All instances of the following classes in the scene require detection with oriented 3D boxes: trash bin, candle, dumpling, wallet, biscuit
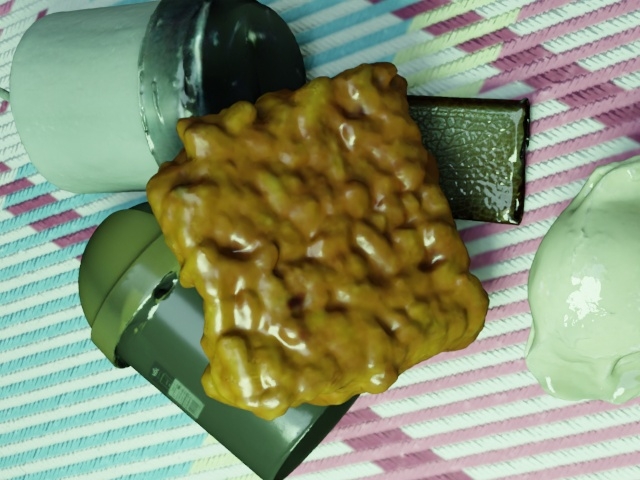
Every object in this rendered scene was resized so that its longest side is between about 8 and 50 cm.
[{"bbox_3d":[-0.115,0.089,1.273,0.333,0.214,0.214,39,107,13],"label":"trash bin"},{"bbox_3d":[-0.205,-0.159,1.300,0.342,0.221,0.221,0,93,28],"label":"candle"},{"bbox_3d":[0.299,0.043,1.124,0.193,0.147,0.258,11,106,-3],"label":"dumpling"},{"bbox_3d":[0.102,-0.091,1.257,0.243,0.039,0.133,5,100,24],"label":"wallet"},{"bbox_3d":[0.000,0.000,1.144,0.110,0.318,0.312,-24,86,67],"label":"biscuit"}]
